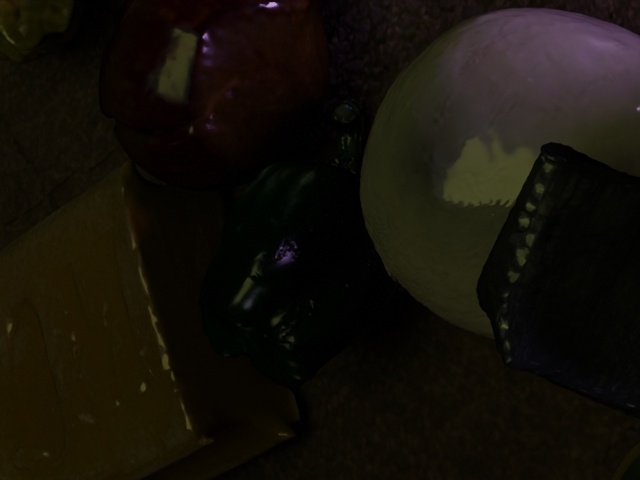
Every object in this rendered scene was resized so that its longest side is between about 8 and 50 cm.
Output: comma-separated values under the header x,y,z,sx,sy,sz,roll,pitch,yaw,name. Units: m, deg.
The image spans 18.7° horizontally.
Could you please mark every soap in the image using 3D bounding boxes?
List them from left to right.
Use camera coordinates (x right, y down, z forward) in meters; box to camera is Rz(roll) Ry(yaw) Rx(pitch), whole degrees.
x,y,z,sx,sy,sz,roll,pitch,yaw,name
-0.204,0.114,1.905,0.335,0.156,0.293,-30,71,40,soap

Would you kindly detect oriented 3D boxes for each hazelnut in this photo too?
x,y,z,sx,sy,sz,roll,pitch,yaw,name
-0.095,-0.160,1.776,0.218,0.218,0.234,26,96,39,hazelnut

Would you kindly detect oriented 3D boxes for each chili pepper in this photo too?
x,y,z,sx,sy,sz,roll,pitch,yaw,name
0.000,0.000,1.715,0.165,0.261,0.174,29,150,11,chili pepper

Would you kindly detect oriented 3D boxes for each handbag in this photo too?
x,y,z,sx,sy,sz,roll,pitch,yaw,name
0.241,0.039,1.450,0.175,0.270,0.089,-58,22,24,handbag

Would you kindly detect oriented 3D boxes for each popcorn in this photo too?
x,y,z,sx,sy,sz,roll,pitch,yaw,name
-0.332,-0.290,1.980,0.235,0.181,0.217,-120,28,-52,popcorn

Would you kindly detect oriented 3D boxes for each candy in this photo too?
x,y,z,sx,sy,sz,roll,pitch,yaw,name
0.155,-0.052,1.558,0.295,0.185,0.296,-4,84,41,candy

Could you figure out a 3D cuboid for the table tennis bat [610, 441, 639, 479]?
x,y,z,sx,sy,sz,roll,pitch,yaw,name
0.331,0.202,1.500,0.198,0.050,0.321,56,128,29,table tennis bat
